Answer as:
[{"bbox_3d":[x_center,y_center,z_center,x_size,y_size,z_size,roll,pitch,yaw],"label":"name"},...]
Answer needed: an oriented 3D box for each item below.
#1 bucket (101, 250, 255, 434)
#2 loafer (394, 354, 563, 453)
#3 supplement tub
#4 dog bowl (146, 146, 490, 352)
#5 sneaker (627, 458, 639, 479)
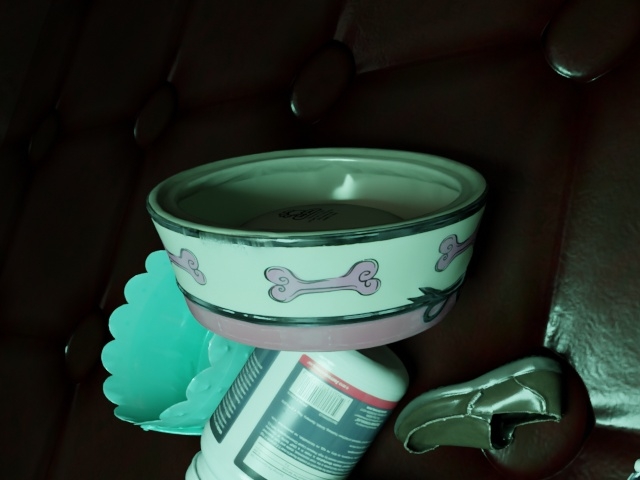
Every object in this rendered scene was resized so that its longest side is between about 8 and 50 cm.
[{"bbox_3d":[-0.173,0.156,1.272,0.281,0.183,0.281,-22,57,38],"label":"bucket"},{"bbox_3d":[0.178,0.203,0.967,0.220,0.080,0.078,-32,50,31],"label":"loafer"},{"bbox_3d":[-0.031,0.230,1.083,0.272,0.191,0.191,-57,42,8],"label":"supplement tub"},{"bbox_3d":[0.000,0.000,1.041,0.408,0.407,0.151,20,119,48],"label":"dog bowl"},{"bbox_3d":[0.302,0.299,0.739,0.094,0.153,0.235,-4,68,45],"label":"sneaker"}]
